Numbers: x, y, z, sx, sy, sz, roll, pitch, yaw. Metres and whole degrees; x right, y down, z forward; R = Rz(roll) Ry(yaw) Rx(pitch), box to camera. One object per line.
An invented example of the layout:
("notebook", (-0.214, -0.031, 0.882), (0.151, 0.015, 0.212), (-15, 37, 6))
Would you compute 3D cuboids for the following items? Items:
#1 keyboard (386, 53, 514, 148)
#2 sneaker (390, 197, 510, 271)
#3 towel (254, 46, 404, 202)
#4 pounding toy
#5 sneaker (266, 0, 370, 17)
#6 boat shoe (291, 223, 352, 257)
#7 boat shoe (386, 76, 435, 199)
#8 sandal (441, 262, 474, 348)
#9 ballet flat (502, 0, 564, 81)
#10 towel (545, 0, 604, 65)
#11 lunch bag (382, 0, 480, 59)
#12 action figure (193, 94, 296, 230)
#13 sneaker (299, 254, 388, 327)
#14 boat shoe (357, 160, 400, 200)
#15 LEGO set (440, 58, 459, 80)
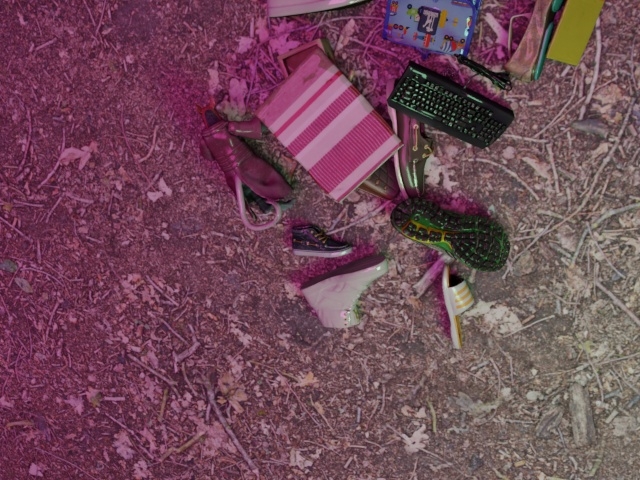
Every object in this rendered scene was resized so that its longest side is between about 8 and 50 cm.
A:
("keyboard", (0.339, -0.351, 1.425), (0.317, 0.033, 0.201), (19, 123, -20))
("sneaker", (0.347, -0.023, 1.567), (0.343, 0.146, 0.134), (25, 90, -6))
("towel", (0.020, -0.290, 1.502), (0.237, 0.037, 0.329), (-42, 90, 14))
("pounding toy", (0.015, -0.423, 1.555), (0.181, 0.094, 0.206), (-17, 103, 20))
("sneaker", (-0.008, -0.641, 1.487), (0.290, 0.106, 0.123), (1, 109, 18))
("boat shoe", (0.000, 0.000, 1.703), (0.183, 0.065, 0.083), (1, 108, 18))
("boat shoe", (0.242, -0.262, 1.525), (0.097, 0.116, 0.324), (-5, 99, 22))
("sandal", (0.389, 0.177, 1.627), (0.076, 0.102, 0.265), (-8, 112, 18))
("ballet flat", (0.504, -0.534, 1.369), (0.106, 0.107, 0.316), (24, 112, 23))
("towel", (0.599, -0.532, 1.354), (0.102, 0.021, 0.237), (6, 113, -23))
("lunch bag", (0.279, -0.590, 1.422), (0.221, 0.138, 0.293), (15, 122, 11))
("action figure", (-0.244, -0.217, 1.615), (0.248, 0.275, 0.370), (-24, 112, 28))
("sneaker", (0.097, 0.158, 1.707), (0.292, 0.108, 0.169), (-23, 100, 32))
("boat shoe", (0.070, -0.207, 1.603), (0.324, 0.123, 0.116), (35, 144, 6))
("LEGO set", (0.334, -0.434, 1.490), (0.054, 0.023, 0.083), (31, 113, 6))
